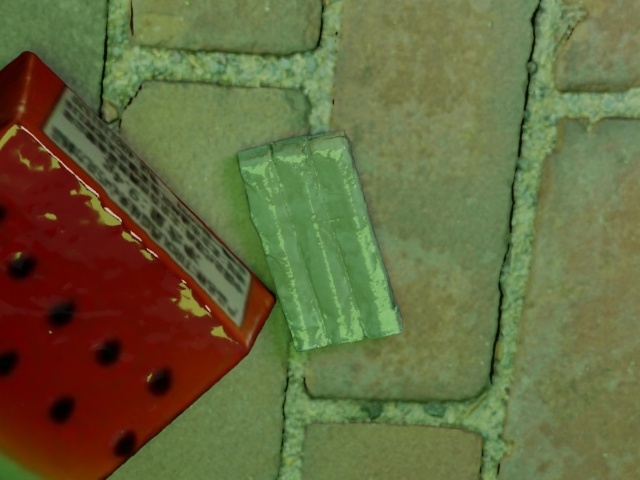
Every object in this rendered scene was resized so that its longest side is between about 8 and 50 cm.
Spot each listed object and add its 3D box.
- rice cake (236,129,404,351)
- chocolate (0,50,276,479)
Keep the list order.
[{"bbox_3d":[0.000,0.000,1.615,0.124,0.038,0.211,-11,105,4],"label":"rice cake"},{"bbox_3d":[-0.277,0.066,1.560,0.341,0.161,0.360,-41,108,9],"label":"chocolate"}]
